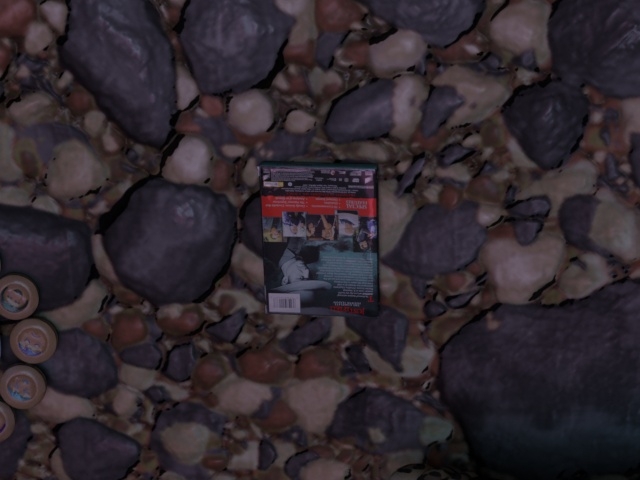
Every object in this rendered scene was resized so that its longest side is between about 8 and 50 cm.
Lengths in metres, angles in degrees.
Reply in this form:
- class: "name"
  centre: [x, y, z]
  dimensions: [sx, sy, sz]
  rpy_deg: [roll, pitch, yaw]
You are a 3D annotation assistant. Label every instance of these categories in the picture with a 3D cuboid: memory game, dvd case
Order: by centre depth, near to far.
- class: "dvd case"
  centre: [0.000, 0.000, 1.159]
  dimensions: [0.087, 0.013, 0.119]
  rpy_deg: [1, 112, 8]
- class: "memory game"
  centre: [-0.297, 0.081, 1.217]
  dimensions: [0.186, 0.012, 0.186]
  rpy_deg: [0, 104, -1]

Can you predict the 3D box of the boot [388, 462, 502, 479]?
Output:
- class: "boot"
  centre: [0.220, 0.298, 1.171]
  dimensions: [0.284, 0.138, 0.377]
  rpy_deg: [1, 137, 29]
